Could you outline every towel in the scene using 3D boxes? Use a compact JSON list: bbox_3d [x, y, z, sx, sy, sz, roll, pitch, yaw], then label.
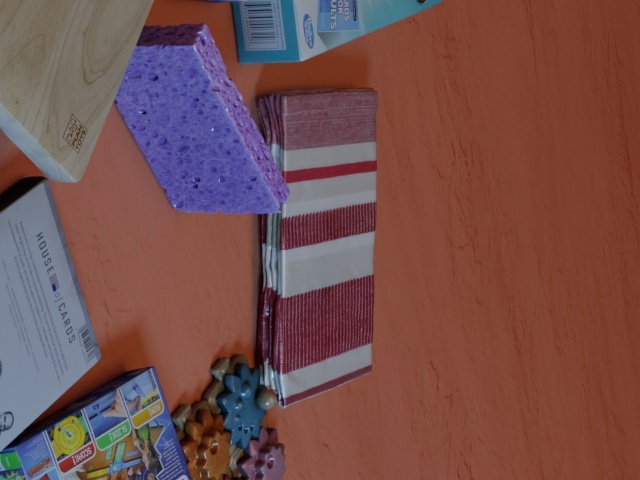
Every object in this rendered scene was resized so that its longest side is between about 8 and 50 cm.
[{"bbox_3d":[0.000,0.000,1.793,0.237,0.037,0.329,-12,104,-62],"label":"towel"}]

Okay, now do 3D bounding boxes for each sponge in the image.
[{"bbox_3d":[-0.117,-0.106,1.488,0.210,0.117,0.031,63,38,-41],"label":"sponge"}]

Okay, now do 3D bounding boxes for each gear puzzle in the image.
[{"bbox_3d":[-0.120,0.262,1.585,0.339,0.044,0.175,-51,134,-47],"label":"gear puzzle"}]

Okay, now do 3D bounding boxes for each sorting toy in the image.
[{"bbox_3d":[-0.244,-0.219,1.283,0.255,0.089,0.257,51,49,-49],"label":"sorting toy"}]

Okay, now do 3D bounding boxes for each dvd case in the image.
[{"bbox_3d":[-0.271,0.079,1.319,0.239,0.029,0.179,-46,130,-51],"label":"dvd case"}]

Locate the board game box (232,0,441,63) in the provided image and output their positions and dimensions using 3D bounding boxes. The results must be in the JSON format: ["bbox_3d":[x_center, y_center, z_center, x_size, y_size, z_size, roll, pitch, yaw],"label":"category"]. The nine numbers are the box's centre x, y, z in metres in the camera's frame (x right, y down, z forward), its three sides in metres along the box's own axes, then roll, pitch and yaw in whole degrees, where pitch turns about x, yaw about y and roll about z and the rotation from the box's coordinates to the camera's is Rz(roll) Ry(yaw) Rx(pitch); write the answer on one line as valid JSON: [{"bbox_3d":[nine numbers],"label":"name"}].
[{"bbox_3d":[0.016,-0.346,1.747,0.336,0.079,0.254,-32,120,-56],"label":"board game box"}]

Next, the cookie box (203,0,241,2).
[{"bbox_3d":[-0.108,-0.282,1.569,0.092,0.040,0.107,-9,101,-61],"label":"cookie box"}]

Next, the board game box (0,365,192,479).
[{"bbox_3d":[-0.192,0.206,1.433,0.201,0.035,0.136,-28,103,-57],"label":"board game box"}]
